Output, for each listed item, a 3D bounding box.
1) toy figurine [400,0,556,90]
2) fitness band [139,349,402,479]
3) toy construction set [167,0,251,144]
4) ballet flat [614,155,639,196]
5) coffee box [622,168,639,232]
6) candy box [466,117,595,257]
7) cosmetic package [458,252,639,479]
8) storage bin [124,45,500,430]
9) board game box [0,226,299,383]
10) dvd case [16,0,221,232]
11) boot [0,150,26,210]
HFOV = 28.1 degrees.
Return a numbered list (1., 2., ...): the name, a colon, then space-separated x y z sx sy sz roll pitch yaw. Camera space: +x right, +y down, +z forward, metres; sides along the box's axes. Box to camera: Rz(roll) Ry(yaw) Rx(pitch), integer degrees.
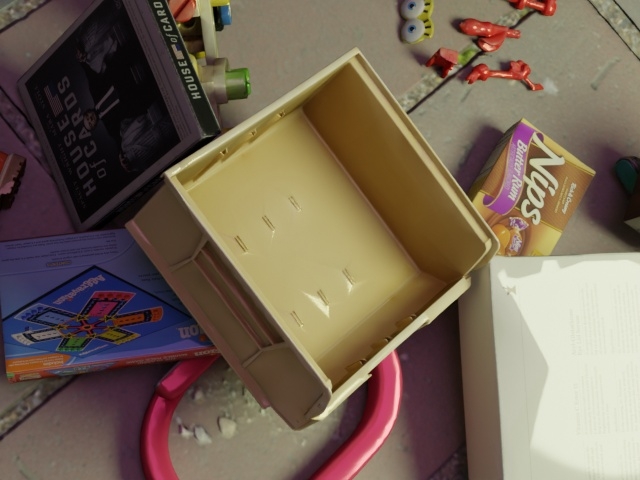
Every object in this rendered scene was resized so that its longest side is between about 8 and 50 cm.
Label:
1. toy figurine: 0.233 -0.375 1.449 0.191 0.217 0.363 16 71 -13
2. fitness band: -0.048 0.173 1.292 0.291 0.054 0.209 -42 92 -22
3. toy construction set: -0.131 -0.241 1.271 0.151 0.215 0.328 8 116 -5
4. ballet flat: 0.386 -0.050 1.500 0.041 0.041 0.114 -24 84 -22
5. coffee box: 0.513 -0.010 1.431 0.297 0.168 0.119 33 67 -17
6. candy box: 0.218 -0.031 1.432 0.109 0.053 0.187 36 69 -5
7. cosmetic package: 0.297 0.202 1.338 0.284 0.097 0.377 0 83 -20
8. storage bin: 0.000 0.000 1.218 0.262 0.123 0.260 -38 92 -36
9. board game box: -0.171 0.052 1.262 0.281 0.027 0.145 -7 62 -10
10. dvd case: -0.201 -0.130 1.234 0.029 0.238 0.179 -15 78 -45
11. boot: -0.354 -0.025 1.252 0.084 0.059 0.158 20 61 -8
